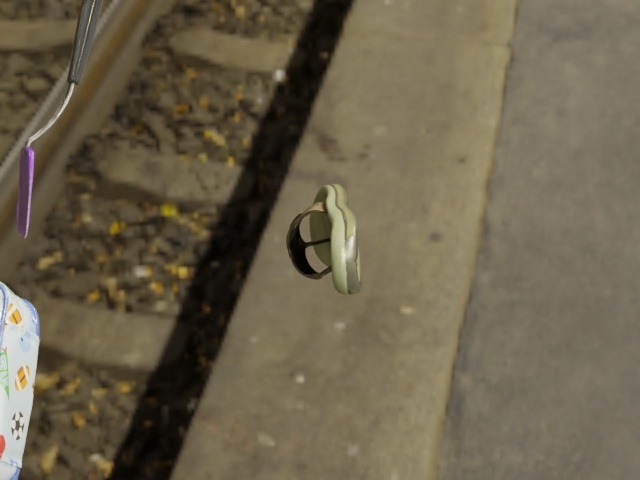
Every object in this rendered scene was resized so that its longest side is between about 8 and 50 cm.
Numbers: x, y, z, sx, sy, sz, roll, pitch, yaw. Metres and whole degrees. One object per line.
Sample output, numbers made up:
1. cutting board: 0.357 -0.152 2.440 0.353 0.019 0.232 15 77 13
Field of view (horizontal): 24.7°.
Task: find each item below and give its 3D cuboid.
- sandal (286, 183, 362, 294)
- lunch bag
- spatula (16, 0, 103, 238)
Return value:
1. sandal: 0.000 -0.001 1.826 0.086 0.120 0.303 -10 7 -1
2. lunch bag: -0.493 0.188 1.867 0.243 0.115 0.303 -2 70 16
3. spatula: -0.277 -0.147 1.542 0.030 0.296 0.084 21 -1 -20
